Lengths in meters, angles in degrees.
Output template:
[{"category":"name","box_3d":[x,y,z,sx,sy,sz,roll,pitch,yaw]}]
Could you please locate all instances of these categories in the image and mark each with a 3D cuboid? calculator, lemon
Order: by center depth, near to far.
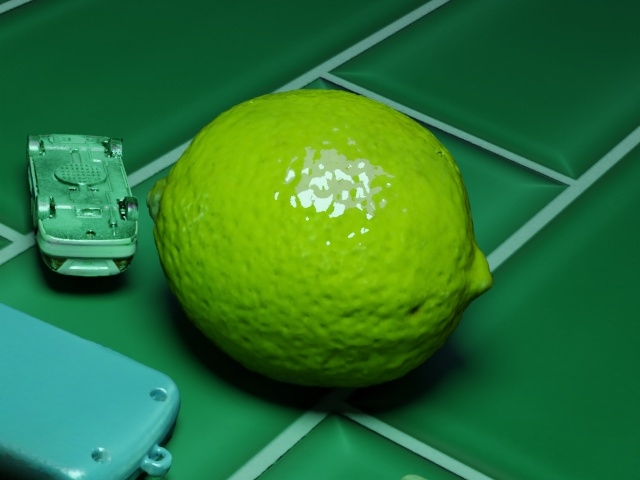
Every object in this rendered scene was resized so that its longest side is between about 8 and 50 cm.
[{"category":"calculator","box_3d":[-0.244,0.119,1.332,0.293,0.051,0.173,21,33,15]},{"category":"lemon","box_3d":[0.000,-0.001,1.412,0.267,0.267,0.267,8,32,-5]}]

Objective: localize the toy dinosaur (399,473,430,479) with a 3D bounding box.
[{"category":"toy dinosaur","box_3d":[-0.038,0.237,1.162,0.294,0.077,0.162,-7,30,18]}]

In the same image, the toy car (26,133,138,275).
[{"category":"toy car","box_3d":[-0.219,-0.032,1.552,0.090,0.076,0.224,0,26,-13]}]
